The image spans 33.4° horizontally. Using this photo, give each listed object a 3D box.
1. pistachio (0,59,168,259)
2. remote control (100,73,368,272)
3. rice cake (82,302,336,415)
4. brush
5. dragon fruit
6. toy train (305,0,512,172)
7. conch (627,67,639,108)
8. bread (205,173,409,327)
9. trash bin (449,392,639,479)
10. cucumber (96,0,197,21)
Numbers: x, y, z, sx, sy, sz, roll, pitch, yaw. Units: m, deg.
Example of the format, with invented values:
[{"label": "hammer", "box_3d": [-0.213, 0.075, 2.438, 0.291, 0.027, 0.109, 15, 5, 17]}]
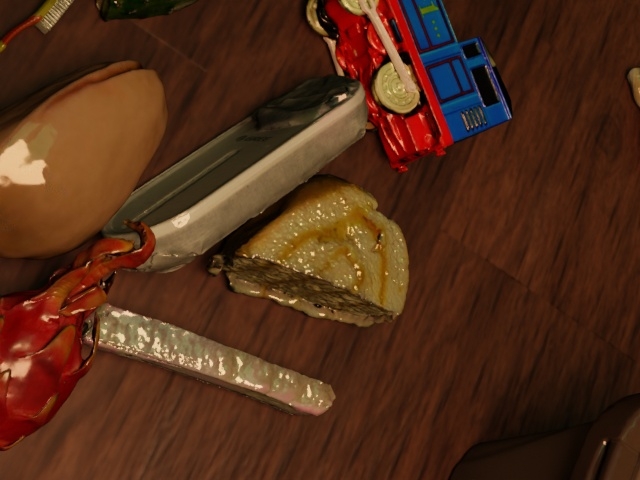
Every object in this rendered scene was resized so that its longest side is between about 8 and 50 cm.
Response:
[{"label": "pistachio", "box_3d": [-0.181, -0.061, 0.746, 0.108, 0.126, 0.185, 33, 55, 17]}, {"label": "remote control", "box_3d": [-0.059, -0.055, 0.820, 0.247, 0.104, 0.052, -37, 117, -28]}, {"label": "rice cake", "box_3d": [-0.085, 0.093, 0.804, 0.211, 0.043, 0.034, 23, 76, -22]}, {"label": "brush", "box_3d": [-0.215, -0.164, 0.806, 0.021, 0.019, 0.083, 48, 59, -22]}, {"label": "dragon fruit", "box_3d": [-0.184, 0.060, 0.719, 0.094, 0.094, 0.190, 45, 78, -12]}, {"label": "toy train", "box_3d": [0.070, -0.169, 0.926, 0.131, 0.083, 0.204, -23, 92, -30]}, {"label": "conch", "box_3d": [0.390, -0.119, 1.082, 0.135, 0.102, 0.153, -11, 83, -45]}, {"label": "bread", "box_3d": [-0.004, -0.003, 0.835, 0.156, 0.103, 0.110, 22, 74, -30]}, {"label": "trash bin", "box_3d": [0.222, 0.247, 0.814, 0.219, 0.250, 0.219, 37, 64, -16]}, {"label": "cucumber", "box_3d": [-0.133, -0.216, 0.855, 0.107, 0.035, 0.067, -18, 86, -32]}]
